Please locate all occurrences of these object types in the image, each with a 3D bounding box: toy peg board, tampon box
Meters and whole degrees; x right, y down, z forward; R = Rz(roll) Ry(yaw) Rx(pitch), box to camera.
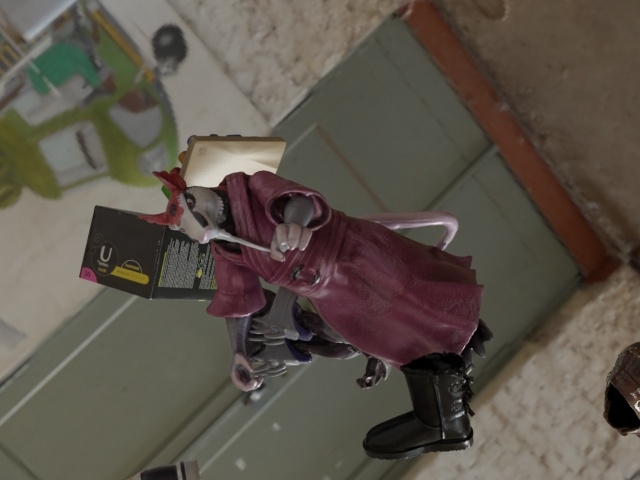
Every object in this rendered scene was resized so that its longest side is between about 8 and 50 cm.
[{"bbox_3d":[-0.159,-0.103,1.596,0.079,0.161,0.161,48,129,39],"label":"toy peg board"},{"bbox_3d":[-0.216,0.020,1.398,0.120,0.102,0.161,13,-178,28],"label":"tampon box"}]

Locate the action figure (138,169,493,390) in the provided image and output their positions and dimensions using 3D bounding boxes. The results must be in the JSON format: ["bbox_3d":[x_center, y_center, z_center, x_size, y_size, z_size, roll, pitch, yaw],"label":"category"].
[{"bbox_3d":[0.000,0.000,1.069,0.370,0.276,0.248,27,137,-17],"label":"action figure"}]

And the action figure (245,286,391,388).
[{"bbox_3d":[0.042,0.126,1.306,0.284,0.099,0.185,4,148,1],"label":"action figure"}]

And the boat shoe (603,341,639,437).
[{"bbox_3d":[0.310,0.156,1.037,0.073,0.073,0.207,43,170,30],"label":"boat shoe"}]

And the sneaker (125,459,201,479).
[{"bbox_3d":[-0.210,0.430,1.364,0.126,0.127,0.321,-123,29,-64],"label":"sneaker"}]

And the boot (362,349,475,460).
[{"bbox_3d":[0.096,0.164,1.040,0.045,0.121,0.099,-86,-13,-62],"label":"boot"}]
